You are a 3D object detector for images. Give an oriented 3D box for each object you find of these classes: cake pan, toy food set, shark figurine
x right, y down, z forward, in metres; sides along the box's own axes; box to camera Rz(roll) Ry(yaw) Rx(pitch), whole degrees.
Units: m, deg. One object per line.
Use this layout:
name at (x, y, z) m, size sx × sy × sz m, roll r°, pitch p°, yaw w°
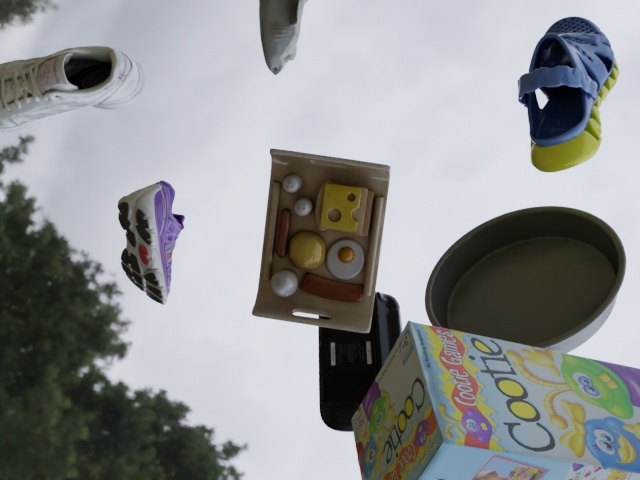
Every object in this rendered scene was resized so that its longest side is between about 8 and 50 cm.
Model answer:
cake pan at (0.297, 0.067, 1.328) m, size 0.293 × 0.054 × 0.293 m, roll -19°, pitch -143°, yaw 15°
toy food set at (0.000, 0.000, 1.643) m, size 0.092 × 0.219 × 0.306 m, roll -56°, pitch 153°, yaw -79°
shark figurine at (-0.055, -0.373, 1.204) m, size 0.166 × 0.116 × 0.279 m, roll 118°, pitch -15°, yaw -88°

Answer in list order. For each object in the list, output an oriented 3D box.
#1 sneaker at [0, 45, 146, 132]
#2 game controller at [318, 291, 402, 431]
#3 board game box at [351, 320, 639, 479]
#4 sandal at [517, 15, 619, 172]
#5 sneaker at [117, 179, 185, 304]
sneaker at (-0.434, -0.251, 1.428) m, size 0.152 × 0.304 × 0.114 m, roll 78°, pitch 0°, yaw -86°
game controller at (0.079, 0.226, 1.765) m, size 0.166 × 0.067 × 0.319 m, roll -8°, pitch -135°, yaw 7°
board game box at (0.188, 0.193, 0.844) m, size 0.142 × 0.275 × 0.144 m, roll -101°, pitch -150°, yaw -51°
sandal at (0.353, -0.244, 1.324) m, size 0.126 × 0.138 × 0.317 m, roll -13°, pitch -144°, yaw 27°
sneaker at (-0.180, 0.005, 1.037) m, size 0.068 × 0.071 × 0.170 m, roll 34°, pitch -40°, yaw 23°
